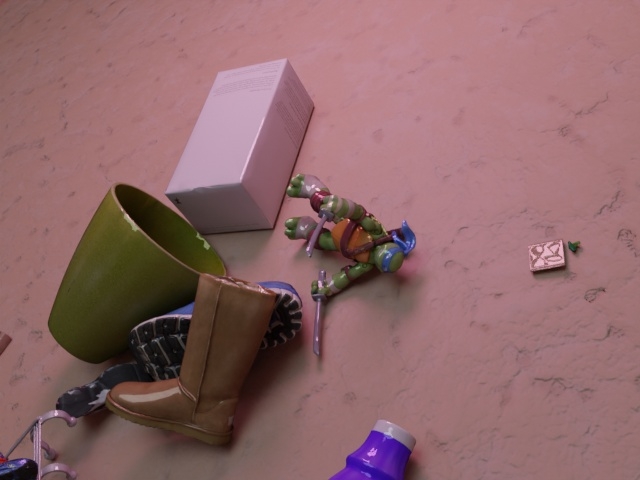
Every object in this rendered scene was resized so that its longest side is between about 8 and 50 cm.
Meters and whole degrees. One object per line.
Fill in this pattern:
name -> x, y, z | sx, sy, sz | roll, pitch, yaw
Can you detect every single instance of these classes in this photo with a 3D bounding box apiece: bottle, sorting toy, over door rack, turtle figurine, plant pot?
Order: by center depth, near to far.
bottle -> 0.044, 0.392, 1.091 | 0.118, 0.092, 0.282 | 13, 61, 36
sorting toy -> 0.384, 0.023, 1.265 | 0.083, 0.012, 0.062 | -13, 44, 25
over door rack -> -0.538, 0.478, 1.352 | 0.324, 0.108, 0.239 | -37, 43, 18
turtle figurine -> 0.000, 0.000, 1.373 | 0.275, 0.197, 0.266 | -39, 41, -10
plant pot -> -0.382, 0.086, 1.494 | 0.293, 0.275, 0.274 | -47, 44, 8

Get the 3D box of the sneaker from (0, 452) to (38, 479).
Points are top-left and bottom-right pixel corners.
sneaker -> -0.548, 0.386, 1.286 | 0.221, 0.083, 0.087 | -20, 46, 30

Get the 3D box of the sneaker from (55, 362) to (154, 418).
sneaker -> -0.403, 0.282, 1.453 | 0.178, 0.077, 0.071 | -16, 79, -11

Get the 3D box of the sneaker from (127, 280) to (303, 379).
sneaker -> -0.186, 0.155, 1.401 | 0.330, 0.129, 0.147 | -15, 13, 6

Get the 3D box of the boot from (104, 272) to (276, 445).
boot -> -0.217, 0.182, 1.293 | 0.236, 0.089, 0.269 | 15, 98, 1

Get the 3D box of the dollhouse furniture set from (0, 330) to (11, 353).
dollhouse furniture set -> -0.798, 0.223, 1.683 | 0.151, 0.123, 0.144 | 13, 61, 36

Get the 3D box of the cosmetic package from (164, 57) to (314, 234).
cosmetic package -> -0.166, -0.204, 1.665 | 0.197, 0.155, 0.365 | -3, 53, 28
